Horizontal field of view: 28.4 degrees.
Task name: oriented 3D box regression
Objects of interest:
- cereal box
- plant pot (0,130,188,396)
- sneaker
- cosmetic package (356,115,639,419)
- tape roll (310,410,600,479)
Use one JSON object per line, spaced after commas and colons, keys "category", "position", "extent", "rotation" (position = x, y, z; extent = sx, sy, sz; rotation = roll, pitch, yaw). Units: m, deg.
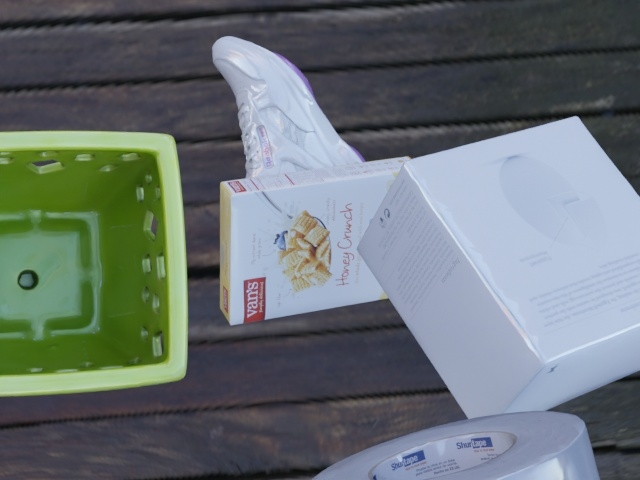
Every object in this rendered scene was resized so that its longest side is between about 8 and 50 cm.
{"category": "cereal box", "position": [0.000, 0.000, 1.485], "extent": [0.240, 0.173, 0.047], "rotation": [-10, 31, -20]}
{"category": "plant pot", "position": [-0.258, 0.026, 1.174], "extent": [0.228, 0.207, 0.227], "rotation": [-1, 85, -19]}
{"category": "sneaker", "position": [-0.056, -0.121, 1.575], "extent": [0.152, 0.114, 0.305], "rotation": [-36, 82, -11]}
{"category": "cosmetic package", "position": [0.196, 0.029, 1.169], "extent": [0.224, 0.138, 0.225], "rotation": [-16, 59, -32]}
{"category": "tape roll", "position": [0.100, 0.194, 0.946], "extent": [0.219, 0.219, 0.072], "rotation": [-15, 92, -6]}
